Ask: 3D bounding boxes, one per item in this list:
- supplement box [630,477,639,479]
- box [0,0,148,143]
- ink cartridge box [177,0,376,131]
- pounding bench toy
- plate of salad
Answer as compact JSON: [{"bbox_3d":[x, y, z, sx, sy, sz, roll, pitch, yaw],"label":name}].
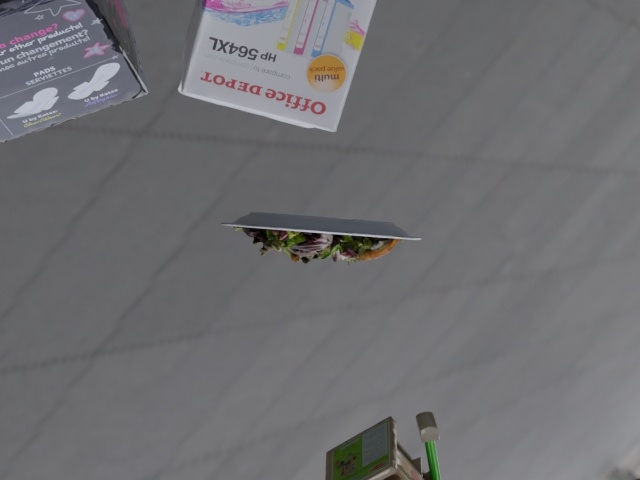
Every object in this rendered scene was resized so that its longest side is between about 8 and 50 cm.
[{"bbox_3d":[0.171,0.167,0.925,0.043,0.083,0.055,-18,153,35],"label":"supplement box"},{"bbox_3d":[-0.215,-0.192,1.050,0.163,0.247,0.142,-18,159,3],"label":"box"},{"bbox_3d":[-0.021,-0.131,1.015,0.090,0.092,0.143,-98,-157,-69],"label":"ink cartridge box"},{"bbox_3d":[0.055,0.154,1.170,0.083,0.065,0.052,-32,-154,18],"label":"pounding bench toy"},{"bbox_3d":[0.000,0.000,1.799,0.200,0.200,0.048,1,94,-73],"label":"plate of salad"}]
